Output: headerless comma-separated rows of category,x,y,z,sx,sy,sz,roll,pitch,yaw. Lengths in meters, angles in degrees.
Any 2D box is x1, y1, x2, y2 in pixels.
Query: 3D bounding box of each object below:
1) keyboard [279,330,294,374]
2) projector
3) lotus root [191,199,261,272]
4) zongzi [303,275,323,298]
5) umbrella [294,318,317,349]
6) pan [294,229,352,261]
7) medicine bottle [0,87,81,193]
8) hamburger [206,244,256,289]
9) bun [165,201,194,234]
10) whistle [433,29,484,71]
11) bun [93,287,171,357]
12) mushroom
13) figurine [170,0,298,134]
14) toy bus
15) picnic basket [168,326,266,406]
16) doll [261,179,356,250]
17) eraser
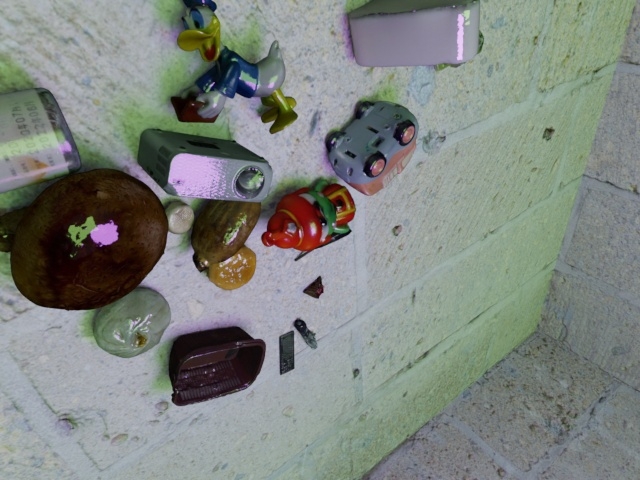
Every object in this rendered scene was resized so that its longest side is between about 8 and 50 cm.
keyboard,-0.126,0.430,1.643,0.067,0.011,0.202,-19,126,-30
projector,-0.265,-0.176,1.001,0.251,0.198,0.108,1,115,-41
lotus root,-0.257,-0.031,1.136,0.260,0.145,0.128,-58,149,-2
zongzi,-0.011,0.165,1.557,0.083,0.067,0.073,-17,116,-55
umbrella,-0.047,0.360,1.640,0.050,0.046,0.188,-26,134,0
pan,0.002,-0.004,1.428,0.202,0.048,0.128,-24,170,-17
medicine bottle,-0.591,-0.160,0.755,0.274,0.165,0.165,-26,130,-27
hamburger,-0.259,0.075,1.252,0.147,0.083,0.137,-2,117,-36
bun,-0.366,-0.060,1.095,0.086,0.055,0.086,-34,137,-40
whistle,0.459,-0.629,1.422,0.227,0.085,0.105,-38,126,-16
bun,-0.483,0.221,1.127,0.196,0.118,0.195,-20,124,-32
mushroom,-0.477,0.011,0.920,0.346,0.238,0.345,-21,172,-3
figurine,-0.225,-0.384,0.968,0.284,0.204,0.338,-34,122,-11
toy bus,0.175,-0.271,1.336,0.287,0.194,0.232,-47,144,-8
picnic basket,-0.332,0.377,1.346,0.297,0.129,0.222,-1,118,-39
doll,-0.043,-0.062,1.276,0.363,0.160,0.182,-30,101,-46
eraser,0.281,-0.572,1.143,0.331,0.331,0.149,-35,134,-19
